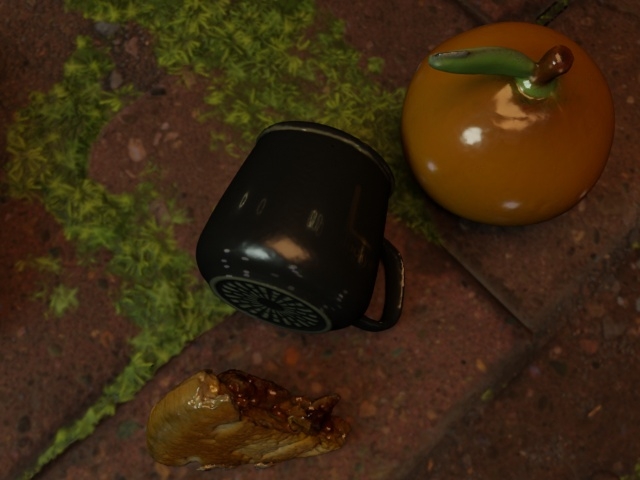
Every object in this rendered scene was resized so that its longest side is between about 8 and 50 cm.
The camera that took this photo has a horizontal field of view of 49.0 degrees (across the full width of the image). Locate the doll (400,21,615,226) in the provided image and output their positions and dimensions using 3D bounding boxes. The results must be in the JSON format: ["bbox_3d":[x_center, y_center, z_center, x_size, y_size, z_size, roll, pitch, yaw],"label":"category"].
[{"bbox_3d":[0.187,-0.121,0.679,0.213,0.236,0.213,0,77,-1],"label":"doll"}]

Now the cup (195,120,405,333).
[{"bbox_3d":[0.000,0.000,0.687,0.223,0.169,0.176,32,62,-29],"label":"cup"}]

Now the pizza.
[{"bbox_3d":[-0.058,0.162,0.655,0.194,0.154,0.069,11,49,-26],"label":"pizza"}]
